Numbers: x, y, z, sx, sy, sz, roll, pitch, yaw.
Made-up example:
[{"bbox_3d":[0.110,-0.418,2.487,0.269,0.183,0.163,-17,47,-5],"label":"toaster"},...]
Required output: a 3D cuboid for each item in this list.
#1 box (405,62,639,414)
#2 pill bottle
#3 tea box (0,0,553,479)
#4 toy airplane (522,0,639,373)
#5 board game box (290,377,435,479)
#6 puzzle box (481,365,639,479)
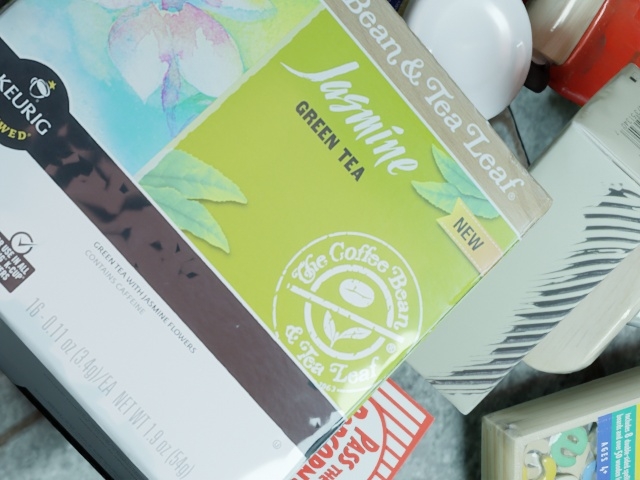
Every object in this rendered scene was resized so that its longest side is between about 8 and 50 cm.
[{"bbox_3d":[0.165,0.004,1.225,0.094,0.275,0.113,43,45,6],"label":"box"},{"bbox_3d":[0.059,-0.145,1.236,0.112,0.187,0.112,-4,98,-31],"label":"pill bottle"},{"bbox_3d":[-0.093,-0.034,1.102,0.323,0.220,0.329,-46,102,-16],"label":"tea box"},{"bbox_3d":[0.311,-0.109,1.358,0.386,0.272,0.384,-12,96,4],"label":"toy airplane"},{"bbox_3d":[-0.016,0.146,1.343,0.193,0.045,0.147,42,78,-32],"label":"board game box"},{"bbox_3d":[0.272,0.312,1.522,0.272,0.052,0.409,-15,116,-26],"label":"puzzle box"}]
